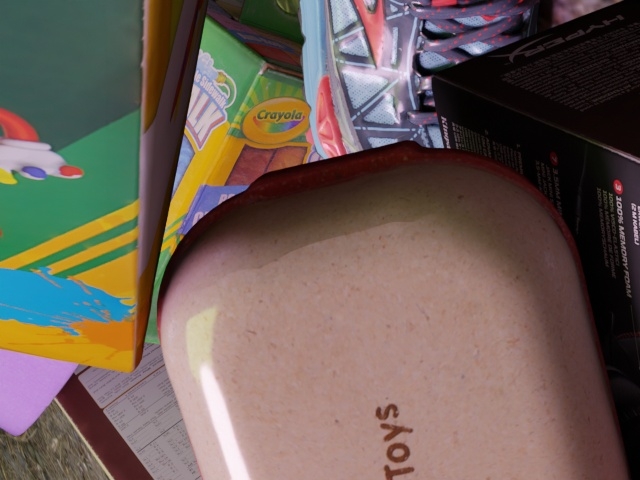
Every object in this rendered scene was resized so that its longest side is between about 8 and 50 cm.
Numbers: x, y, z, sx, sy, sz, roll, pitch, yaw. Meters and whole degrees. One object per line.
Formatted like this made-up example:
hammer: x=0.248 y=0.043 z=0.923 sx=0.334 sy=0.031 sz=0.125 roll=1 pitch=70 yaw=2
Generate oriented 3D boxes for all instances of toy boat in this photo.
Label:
toy boat: x=0.036 y=0.066 z=0.657 sx=0.151 sy=0.151 sz=0.231 roll=-76 pitch=-28 yaw=-69

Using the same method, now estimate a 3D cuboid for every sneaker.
sneaker: x=0.046 y=-0.106 z=0.774 sx=0.125 sy=0.104 sz=0.261 roll=5 pitch=117 yaw=65

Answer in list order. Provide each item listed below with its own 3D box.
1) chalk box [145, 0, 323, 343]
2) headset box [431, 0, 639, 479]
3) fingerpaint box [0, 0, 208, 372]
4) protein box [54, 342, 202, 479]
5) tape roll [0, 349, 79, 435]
chalk box: x=-0.045 y=-0.059 z=0.946 sx=0.132 sy=0.132 sz=0.213 roll=42 pitch=111 yaw=41
headset box: x=0.174 y=0.053 z=0.608 sx=0.293 sy=0.110 sz=0.218 roll=32 pitch=141 yaw=58
fingerpaint box: x=-0.093 y=-0.224 z=0.536 sx=0.371 sy=0.163 sz=0.444 roll=109 pitch=170 yaw=-71
protein box: x=-0.061 y=0.175 z=1.231 sx=0.201 sy=0.136 sz=0.199 roll=43 pitch=165 yaw=48
tape roll: x=-0.169 y=-0.007 z=1.173 sx=0.090 sy=0.274 sz=0.275 roll=32 pitch=162 yaw=-10
